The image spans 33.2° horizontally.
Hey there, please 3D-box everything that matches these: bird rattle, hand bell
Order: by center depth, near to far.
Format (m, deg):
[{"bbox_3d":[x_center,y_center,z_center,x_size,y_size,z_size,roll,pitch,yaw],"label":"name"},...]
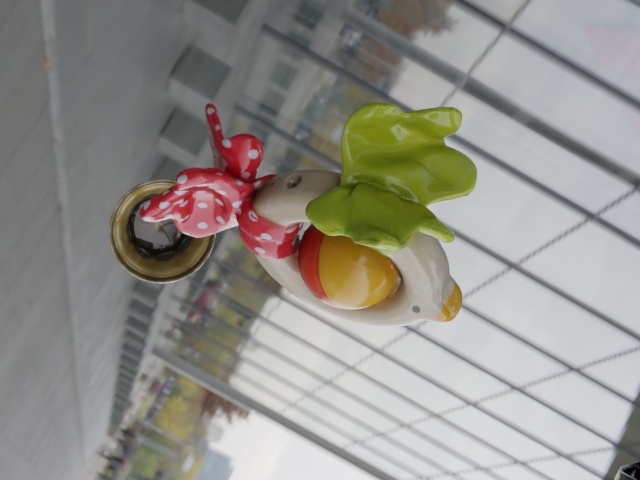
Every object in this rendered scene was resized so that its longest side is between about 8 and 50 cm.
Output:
[{"bbox_3d":[0.000,0.000,0.817,0.254,0.207,0.143,-8,-137,32],"label":"bird rattle"},{"bbox_3d":[-0.216,-0.032,1.377,0.126,0.126,0.242,-60,-162,2],"label":"hand bell"}]

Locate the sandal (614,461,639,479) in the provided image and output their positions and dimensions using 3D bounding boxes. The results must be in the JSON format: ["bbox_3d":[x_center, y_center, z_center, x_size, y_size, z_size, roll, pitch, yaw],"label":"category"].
[{"bbox_3d":[0.261,0.157,0.630,0.168,0.107,0.446,-19,163,-14],"label":"sandal"}]
